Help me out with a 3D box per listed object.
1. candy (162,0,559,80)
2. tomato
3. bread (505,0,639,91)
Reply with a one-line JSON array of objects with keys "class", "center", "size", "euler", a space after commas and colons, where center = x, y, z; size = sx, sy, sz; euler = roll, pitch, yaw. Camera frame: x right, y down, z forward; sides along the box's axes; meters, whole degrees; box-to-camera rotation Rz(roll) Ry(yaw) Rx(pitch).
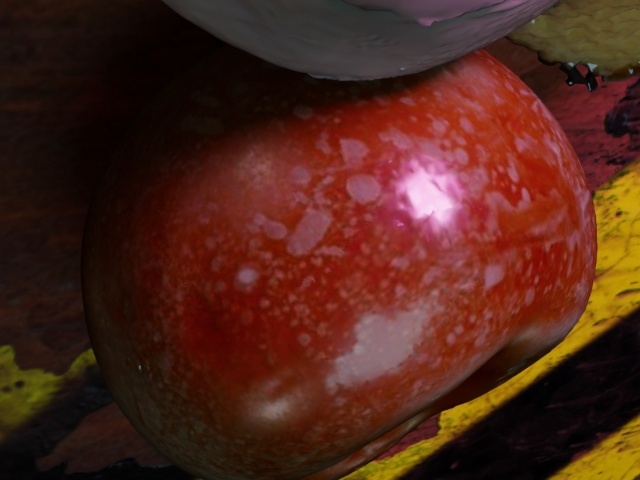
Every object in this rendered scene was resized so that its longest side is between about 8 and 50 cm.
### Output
[{"class": "candy", "center": [0.034, -0.201, 0.513], "size": [0.295, 0.185, 0.295], "euler": [-15, 133, -17]}, {"class": "tomato", "center": [0.000, 0.000, 0.679], "size": [0.270, 0.222, 0.270], "euler": [-25, 166, -7]}, {"class": "bread", "center": [0.203, -0.184, 0.684], "size": [0.129, 0.134, 0.260], "euler": [13, 160, -25]}]
